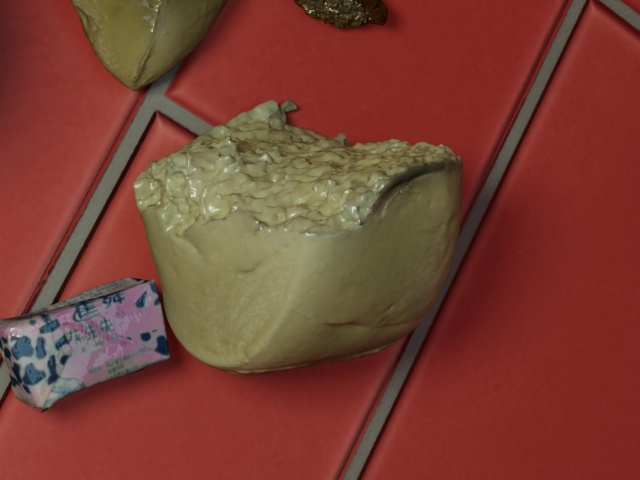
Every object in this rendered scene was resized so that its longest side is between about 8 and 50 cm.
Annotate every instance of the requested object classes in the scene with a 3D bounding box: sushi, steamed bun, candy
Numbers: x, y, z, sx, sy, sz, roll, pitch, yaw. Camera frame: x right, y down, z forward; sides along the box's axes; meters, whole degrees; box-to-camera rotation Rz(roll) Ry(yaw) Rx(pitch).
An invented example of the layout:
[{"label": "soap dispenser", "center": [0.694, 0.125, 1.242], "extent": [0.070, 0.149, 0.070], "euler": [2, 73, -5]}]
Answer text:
[{"label": "sushi", "center": [0.011, -0.261, 1.664], "extent": [0.120, 0.052, 0.055], "euler": [26, 65, -26]}, {"label": "steamed bun", "center": [-0.177, -0.289, 1.541], "extent": [0.212, 0.110, 0.231], "euler": [37, 73, -21]}, {"label": "candy", "center": [-0.235, 0.101, 1.536], "extent": [0.160, 0.073, 0.092], "euler": [-20, 101, -24]}, {"label": "steamed bun", "center": [0.000, 0.000, 1.527], "extent": [0.290, 0.272, 0.274], "euler": [-16, 100, -34]}]
